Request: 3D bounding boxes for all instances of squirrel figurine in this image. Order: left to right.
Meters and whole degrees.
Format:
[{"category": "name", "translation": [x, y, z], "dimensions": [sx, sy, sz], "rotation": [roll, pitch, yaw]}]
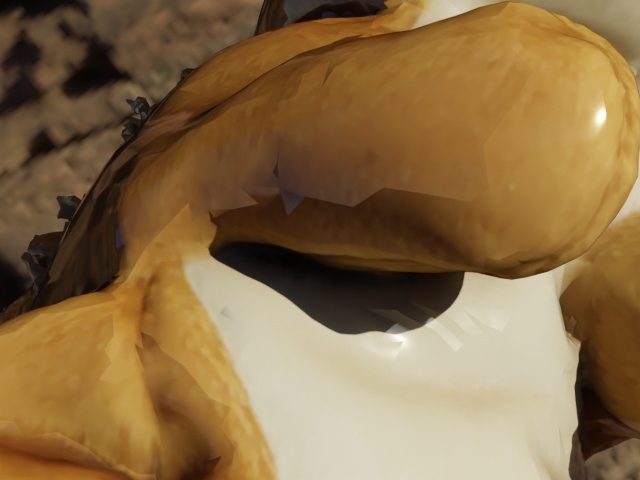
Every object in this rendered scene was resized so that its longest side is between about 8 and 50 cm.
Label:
[{"category": "squirrel figurine", "translation": [0.000, 0.000, 0.631], "dimensions": [0.397, 0.281, 0.370], "rotation": [-19, 53, 61]}]
